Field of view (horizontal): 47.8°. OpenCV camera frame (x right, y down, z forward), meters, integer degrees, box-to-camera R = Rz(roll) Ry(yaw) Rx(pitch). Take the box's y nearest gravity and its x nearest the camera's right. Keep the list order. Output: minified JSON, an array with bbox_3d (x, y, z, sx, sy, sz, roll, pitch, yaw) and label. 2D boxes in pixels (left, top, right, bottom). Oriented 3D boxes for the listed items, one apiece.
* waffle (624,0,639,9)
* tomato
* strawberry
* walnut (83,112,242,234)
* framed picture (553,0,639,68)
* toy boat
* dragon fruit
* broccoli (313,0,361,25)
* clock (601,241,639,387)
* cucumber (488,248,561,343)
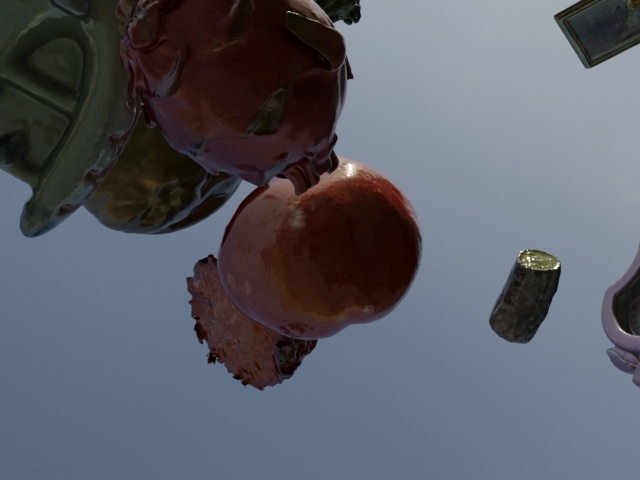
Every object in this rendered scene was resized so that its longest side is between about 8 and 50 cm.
[{"bbox_3d":[0.486,-0.454,0.967,0.293,0.069,0.260,-31,-65,4],"label":"waffle"},{"bbox_3d":[0.003,0.001,0.882,0.259,0.259,0.180,-36,-56,-27],"label":"tomato"},{"bbox_3d":[-0.074,0.095,1.082,0.178,0.234,0.234,-31,-94,-38],"label":"strawberry"},{"bbox_3d":[-0.250,-0.143,1.102,0.277,0.282,0.253,-46,-50,-4],"label":"walnut"},{"bbox_3d":[0.591,-0.427,1.335,0.217,0.274,0.017,24,-132,-49],"label":"framed picture"},{"bbox_3d":[-0.202,-0.108,0.524,0.134,0.079,0.208,32,-85,-6],"label":"toy boat"},{"bbox_3d":[-0.041,-0.100,0.441,0.166,0.133,0.136,48,-141,-26],"label":"dragon fruit"},{"bbox_3d":[-0.058,-0.359,1.239,0.304,0.145,0.165,-48,-41,0],"label":"broccoli"},{"bbox_3d":[0.570,0.089,1.044,0.102,0.338,0.339,30,-115,-15],"label":"clock"},{"bbox_3d":[0.247,0.067,0.866,0.064,0.112,0.064,14,-152,-8],"label":"cucumber"}]
